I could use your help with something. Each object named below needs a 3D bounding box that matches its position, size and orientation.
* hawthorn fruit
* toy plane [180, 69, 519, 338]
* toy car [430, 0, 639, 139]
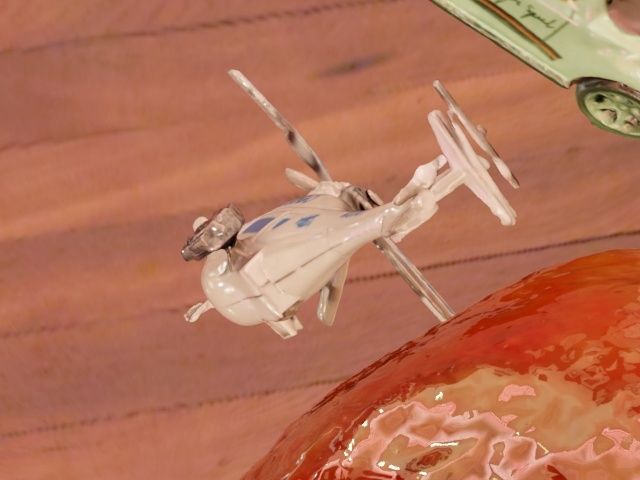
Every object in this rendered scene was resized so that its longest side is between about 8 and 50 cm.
[{"bbox_3d":[0.067,0.111,0.489,0.261,0.224,0.224,-6,81,-13],"label":"hawthorn fruit"},{"bbox_3d":[0.007,0.008,0.847,0.107,0.273,0.182,-42,116,-18],"label":"toy plane"},{"bbox_3d":[0.120,-0.169,0.852,0.306,0.125,0.136,31,71,-8],"label":"toy car"}]
